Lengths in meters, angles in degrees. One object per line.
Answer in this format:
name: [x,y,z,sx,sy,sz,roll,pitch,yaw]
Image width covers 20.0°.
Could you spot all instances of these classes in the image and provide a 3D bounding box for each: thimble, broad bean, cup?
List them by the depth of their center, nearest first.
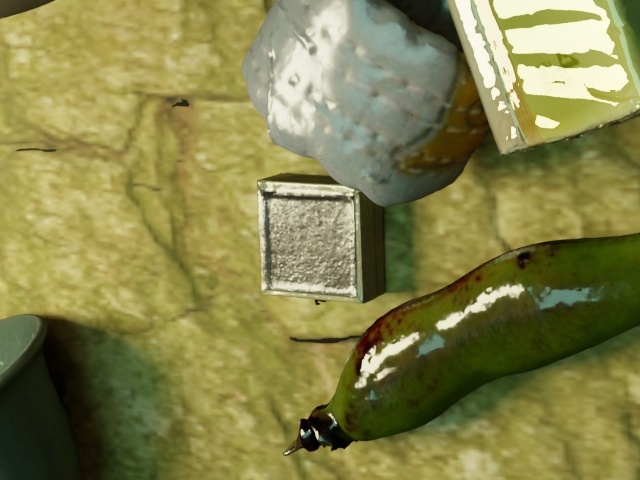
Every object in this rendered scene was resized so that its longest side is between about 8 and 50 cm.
thimble: [0.037,-0.105,1.090,0.151,0.127,0.118,41,119,17]
broad bean: [0.103,0.055,1.125,0.339,0.061,0.077,-29,93,32]
cup: [-0.244,0.167,1.295,0.199,0.199,0.150,-21,108,31]

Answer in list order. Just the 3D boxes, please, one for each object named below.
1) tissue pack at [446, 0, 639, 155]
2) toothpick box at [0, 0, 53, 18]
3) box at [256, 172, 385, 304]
tissue pack: [0.143,-0.178,0.988,0.125,0.159,0.234,-18,91,44]
toothpick box: [-0.294,-0.348,1.073,0.425,0.409,0.409,22,111,22]
box: [0.000,0.000,1.186,0.079,0.035,0.083,3,102,29]
